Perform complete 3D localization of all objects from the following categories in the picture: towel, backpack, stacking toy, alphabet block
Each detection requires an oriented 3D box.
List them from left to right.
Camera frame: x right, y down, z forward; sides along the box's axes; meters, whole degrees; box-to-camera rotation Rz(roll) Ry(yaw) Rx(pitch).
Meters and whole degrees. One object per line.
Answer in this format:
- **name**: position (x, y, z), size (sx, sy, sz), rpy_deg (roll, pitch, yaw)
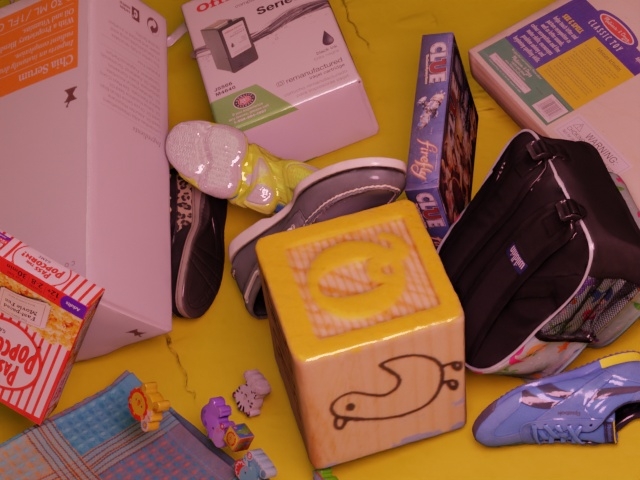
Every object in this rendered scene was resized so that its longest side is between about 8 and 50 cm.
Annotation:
- **towel**: position (-0.278, 0.299, 1.706), size (0.370, 0.040, 0.271), rpy_deg (-28, 46, -32)
- **stacking toy**: position (-0.094, 0.234, 1.711), size (0.167, 0.052, 0.221), rpy_deg (-3, 41, -42)
- **alphabet block**: position (0.047, 0.103, 1.700), size (0.192, 0.197, 0.193), rpy_deg (-17, 47, -7)
- **backpack**: position (0.244, 0.031, 1.700), size (0.253, 0.191, 0.225), rpy_deg (-51, 42, 31)

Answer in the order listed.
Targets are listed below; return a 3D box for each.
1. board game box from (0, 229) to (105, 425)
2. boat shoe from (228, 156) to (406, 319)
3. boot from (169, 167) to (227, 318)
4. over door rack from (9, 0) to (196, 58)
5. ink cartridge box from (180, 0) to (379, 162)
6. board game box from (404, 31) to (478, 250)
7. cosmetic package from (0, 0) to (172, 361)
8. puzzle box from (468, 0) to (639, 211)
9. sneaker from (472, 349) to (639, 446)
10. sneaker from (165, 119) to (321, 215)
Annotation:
- **board game box**: position (-0.344, 0.099, 1.749), size (0.147, 0.193, 0.045), rpy_deg (29, 34, 5)
- **boat shoe**: position (0.000, 0.000, 1.802), size (0.319, 0.116, 0.099), rpy_deg (-34, 56, 47)
- **boot**: position (-0.217, 0.005, 1.973), size (0.178, 0.085, 0.236), rpy_deg (-9, 55, 21)
- **over door rack**: position (-0.359, -0.304, 2.237), size (0.324, 0.108, 0.239), rpy_deg (-28, 51, -3)
- **ink cartridge box**: position (-0.059, -0.235, 2.072), size (0.198, 0.115, 0.273), rpy_deg (-22, 50, 3)
- **board game box**: position (0.150, -0.109, 1.871), size (0.042, 0.165, 0.243), rpy_deg (-3, 54, 17)
- **cosmetic package**: position (-0.325, -0.086, 1.929), size (0.230, 0.161, 0.453), rpy_deg (-18, 62, 28)
- **puzzle box**: position (0.401, -0.159, 1.846), size (0.272, 0.052, 0.409), rpy_deg (-30, 54, -10)
- **sneaker**: position (0.269, 0.191, 1.663), size (0.209, 0.069, 0.082), rpy_deg (-20, 54, 4)
- **sneaker**: position (-0.081, -0.074, 1.945), size (0.240, 0.126, 0.091), rpy_deg (26, 85, 13)
